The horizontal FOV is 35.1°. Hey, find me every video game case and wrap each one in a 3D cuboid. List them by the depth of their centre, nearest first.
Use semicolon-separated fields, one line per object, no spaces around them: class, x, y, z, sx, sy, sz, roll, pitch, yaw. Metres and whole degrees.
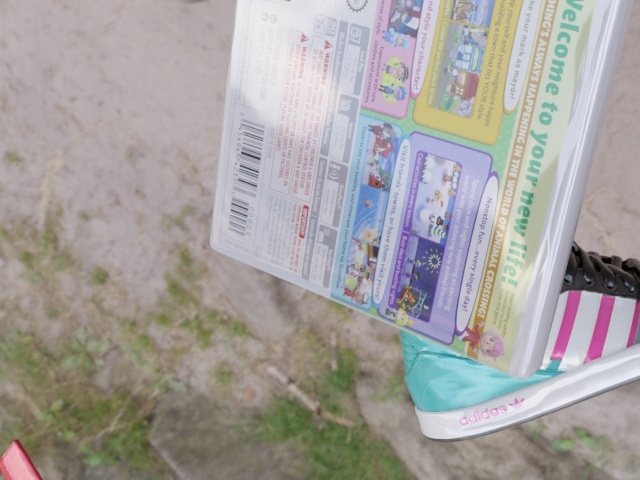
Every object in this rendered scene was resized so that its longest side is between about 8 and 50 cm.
video game case;0.036;-0.064;0.479;0.193;0.023;0.212;21;114;29

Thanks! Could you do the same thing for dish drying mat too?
dish drying mat;-0.225;0.196;0.786;0.032;0.008;0.083;-51;60;14

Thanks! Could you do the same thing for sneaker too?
sneaker;0.186;0.020;0.777;0.296;0.124;0.178;-22;96;-1
